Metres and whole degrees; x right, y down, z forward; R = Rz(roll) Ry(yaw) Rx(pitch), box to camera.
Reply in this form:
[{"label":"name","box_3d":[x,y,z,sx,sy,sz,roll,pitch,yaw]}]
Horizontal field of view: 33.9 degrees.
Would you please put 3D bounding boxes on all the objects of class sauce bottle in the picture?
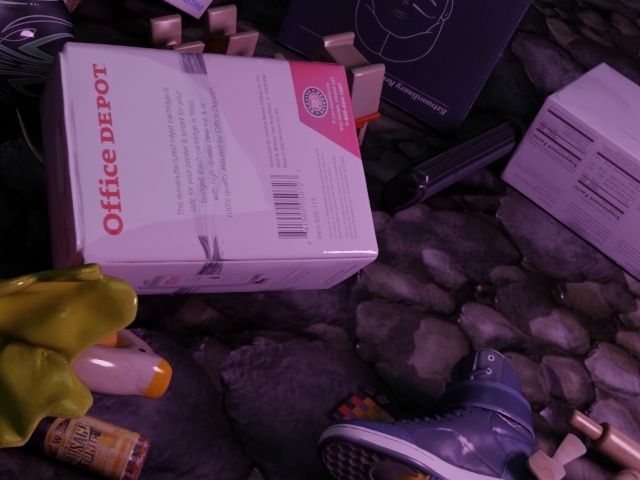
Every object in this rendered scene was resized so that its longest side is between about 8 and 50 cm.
[{"label":"sauce bottle","box_3d":[-0.200,0.155,0.829,0.128,0.042,0.042,19,37,-3]}]

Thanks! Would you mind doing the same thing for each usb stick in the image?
[{"label":"usb stick","box_3d":[0.173,-0.098,1.342,0.278,0.077,0.045,-28,83,-49]}]

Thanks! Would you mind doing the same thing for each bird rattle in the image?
[{"label":"bird rattle","box_3d":[-0.236,0.077,0.840,0.254,0.143,0.207,12,-9,44]}]

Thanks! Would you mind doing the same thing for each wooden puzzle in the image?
[{"label":"wooden puzzle","box_3d":[0.042,0.169,0.988,0.049,0.006,0.083,39,38,16]}]

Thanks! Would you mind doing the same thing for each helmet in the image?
[{"label":"helmet","box_3d":[-0.344,-0.216,1.093,0.169,0.169,0.161,19,20,-11]}]

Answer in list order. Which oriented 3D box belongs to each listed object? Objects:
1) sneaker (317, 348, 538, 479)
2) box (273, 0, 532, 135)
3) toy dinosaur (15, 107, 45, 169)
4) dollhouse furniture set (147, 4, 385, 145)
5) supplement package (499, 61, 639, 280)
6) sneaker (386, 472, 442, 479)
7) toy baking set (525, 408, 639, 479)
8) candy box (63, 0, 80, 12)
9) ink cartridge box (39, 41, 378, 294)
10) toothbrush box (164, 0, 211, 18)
[{"label":"sneaker","box_3d":[0.100,0.163,0.951,0.226,0.086,0.163,23,46,-21]},{"label":"box","box_3d":[0.161,-0.399,1.430,0.294,0.395,0.212,30,35,3]},{"label":"toy dinosaur","box_3d":[-0.223,-0.043,1.055,0.212,0.064,0.112,24,22,-20]},{"label":"dollhouse furniture set","box_3d":[-0.055,-0.152,1.255,0.259,0.135,0.262,-18,54,-30]},{"label":"supplement package","box_3d":[0.419,-0.092,1.424,0.262,0.145,0.204,39,38,16]},{"label":"sneaker","box_3d":[0.156,0.307,0.831,0.296,0.112,0.131,25,53,1]},{"label":"toy baking set","box_3d":[0.293,0.238,0.978,0.256,0.030,0.197,37,21,-9]},{"label":"candy box","box_3d":[-0.355,-0.330,1.319,0.109,0.053,0.186,22,38,-8]},{"label":"ink cartridge box","box_3d":[-0.108,-0.062,0.980,0.283,0.117,0.207,0,71,-27]},{"label":"toothbrush box","box_3d":[-0.161,-0.455,1.347,0.122,0.283,0.206,42,12,21]}]
